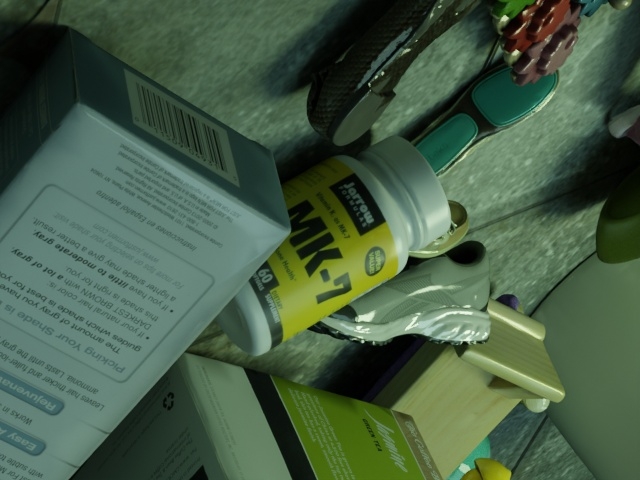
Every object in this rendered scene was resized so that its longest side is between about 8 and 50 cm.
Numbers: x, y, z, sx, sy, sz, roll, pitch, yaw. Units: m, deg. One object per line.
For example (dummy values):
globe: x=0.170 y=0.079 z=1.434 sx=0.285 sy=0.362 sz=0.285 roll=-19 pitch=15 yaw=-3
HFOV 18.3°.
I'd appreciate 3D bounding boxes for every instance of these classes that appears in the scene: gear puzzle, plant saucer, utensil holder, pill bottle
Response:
gear puzzle: x=0.204 y=-0.234 z=1.600 sx=0.175 sy=0.044 sz=0.339 roll=-50 pitch=161 yaw=-4
plant saucer: x=0.383 y=-0.065 z=2.099 sx=0.241 sy=0.037 sz=0.241 roll=-36 pitch=-169 yaw=8
utensil holder: x=0.460 y=0.203 z=2.374 sx=0.327 sy=0.385 sz=0.327 roll=-30 pitch=154 yaw=-17
pill bottle: x=0.000 y=0.000 z=1.708 sx=0.208 sy=0.119 sz=0.119 roll=-31 pitch=155 yaw=-17

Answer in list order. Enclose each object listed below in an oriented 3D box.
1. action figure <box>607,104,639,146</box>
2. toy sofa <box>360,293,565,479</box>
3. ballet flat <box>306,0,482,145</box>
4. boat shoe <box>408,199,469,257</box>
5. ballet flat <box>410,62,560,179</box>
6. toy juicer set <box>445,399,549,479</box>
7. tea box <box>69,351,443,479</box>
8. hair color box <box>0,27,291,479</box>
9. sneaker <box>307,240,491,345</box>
action figure: x=0.387 y=-0.203 z=1.856 sx=0.248 sy=0.276 sz=0.370 roll=-40 pitch=136 yaw=-5
toy sofa: x=0.085 y=0.202 z=2.174 sx=0.150 sy=0.177 sz=0.362 roll=25 pitch=119 yaw=-30
ballet flat: x=0.074 y=-0.183 z=1.580 sx=0.250 sy=0.058 sz=0.084 roll=-49 pitch=157 yaw=13
boat shoe: x=0.087 y=-0.017 z=1.879 sx=0.153 sy=0.056 sz=0.048 roll=-7 pitch=147 yaw=-37
ballet flat: x=0.141 y=-0.113 z=1.803 sx=0.168 sy=0.057 sz=0.052 roll=-34 pitch=-176 yaw=-1
toy juicer set: x=0.159 y=0.249 z=2.283 sx=0.329 sy=0.089 sz=0.209 roll=-58 pitch=-172 yaw=-21
tea box: x=-0.079 y=0.321 z=1.941 sx=0.323 sy=0.220 sz=0.329 roll=20 pitch=121 yaw=-39
hair color box: x=-0.212 y=0.052 z=1.423 sx=0.185 sy=0.113 sz=0.374 roll=31 pitch=113 yaw=-27
sneaker: x=0.061 y=0.044 z=1.926 sx=0.271 sy=0.100 sz=0.108 roll=0 pitch=102 yaw=-43
